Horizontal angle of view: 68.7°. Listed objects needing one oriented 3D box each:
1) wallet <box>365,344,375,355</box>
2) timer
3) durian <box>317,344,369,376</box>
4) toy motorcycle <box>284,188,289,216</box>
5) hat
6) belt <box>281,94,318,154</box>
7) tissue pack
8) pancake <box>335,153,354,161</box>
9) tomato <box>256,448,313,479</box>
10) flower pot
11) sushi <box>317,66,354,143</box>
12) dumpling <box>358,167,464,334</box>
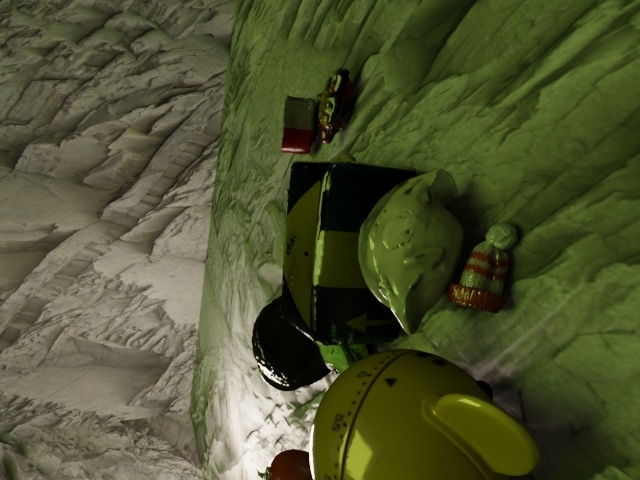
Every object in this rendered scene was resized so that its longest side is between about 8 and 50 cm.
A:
[{"bbox_3d":[0.112,0.360,1.226,0.245,0.052,0.168,-112,35,-49],"label":"wallet"},{"bbox_3d":[0.183,0.358,0.773,0.387,0.376,0.375,-1,87,43],"label":"timer"},{"bbox_3d":[0.059,0.287,1.172,0.375,0.107,0.132,35,110,60],"label":"durian"},{"bbox_3d":[-0.073,-0.140,1.651,0.205,0.076,0.114,-47,53,55],"label":"toy motorcycle"},{"bbox_3d":[0.294,0.044,0.825,0.094,0.112,0.162,16,92,36],"label":"hat"},{"bbox_3d":[-0.069,-0.395,1.604,0.128,0.124,0.200,124,150,-80],"label":"belt"},{"bbox_3d":[0.058,0.022,1.130,0.264,0.253,0.416,-159,72,-65],"label":"tissue pack"},{"bbox_3d":[0.066,-0.192,1.404,0.139,0.022,0.139,-178,90,-65],"label":"pancake"},{"bbox_3d":[-0.074,0.747,1.365,0.256,0.225,0.255,-171,90,-75],"label":"tomato"},{"bbox_3d":[-0.083,0.330,1.427,0.267,0.267,0.266,110,152,-56],"label":"flower pot"},{"bbox_3d":[0.042,-0.403,1.399,0.097,0.103,0.226,32,117,32],"label":"sushi"},{"bbox_3d":[0.176,0.028,0.912,0.243,0.187,0.318,54,-129,-63],"label":"dumpling"}]
